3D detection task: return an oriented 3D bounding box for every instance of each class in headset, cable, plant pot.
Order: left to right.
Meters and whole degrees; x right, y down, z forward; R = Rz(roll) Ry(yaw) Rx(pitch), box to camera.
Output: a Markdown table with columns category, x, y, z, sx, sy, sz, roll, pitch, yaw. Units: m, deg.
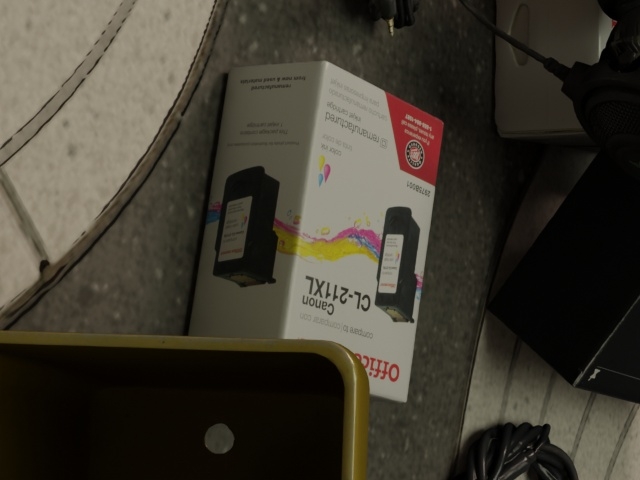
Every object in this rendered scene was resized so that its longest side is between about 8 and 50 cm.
| category | x | y | z | sx | sy | sz | roll | pitch | yaw |
| --- | --- | --- | --- | --- | --- | --- | --- | --- | --- |
| plant pot | -0.071 | 0.142 | 0.654 | 0.187 | 0.212 | 0.212 | 3 | 88 | -77 |
| cable | 0.139 | 0.207 | 1.056 | 0.150 | 0.047 | 0.184 | 42 | 46 | -31 |
| headset | 0.226 | -0.148 | 0.913 | 0.185 | 0.394 | 0.243 | 91 | 2 | -73 |

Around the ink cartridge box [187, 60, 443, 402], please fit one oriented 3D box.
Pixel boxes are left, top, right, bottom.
| category | x | y | z | sx | sy | sz | roll | pitch | yaw |
| --- | --- | --- | --- | --- | --- | --- | --- | --- | --- |
| ink cartridge box | 0.000 | 0.000 | 0.852 | 0.127 | 0.072 | 0.175 | 19 | 75 | -51 |

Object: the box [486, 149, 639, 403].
| category | x | y | z | sx | sy | sz | roll | pitch | yaw |
| --- | --- | --- | --- | --- | --- | --- | --- | --- | --- |
| box | 0.271 | 0.028 | 1.116 | 0.261 | 0.103 | 0.184 | 19 | 107 | -51 |

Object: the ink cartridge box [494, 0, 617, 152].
| category | x | y | z | sx | sy | sz | roll | pitch | yaw |
| --- | --- | --- | --- | --- | --- | --- | --- | --- | --- |
| ink cartridge box | 0.222 | -0.145 | 1.122 | 0.208 | 0.087 | 0.153 | 1 | 89 | -51 |
